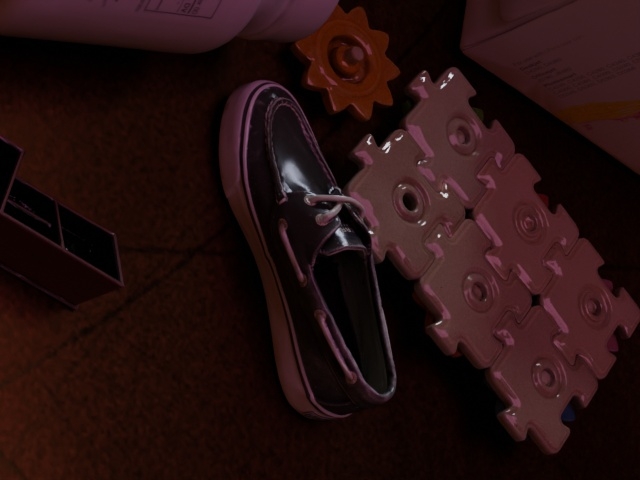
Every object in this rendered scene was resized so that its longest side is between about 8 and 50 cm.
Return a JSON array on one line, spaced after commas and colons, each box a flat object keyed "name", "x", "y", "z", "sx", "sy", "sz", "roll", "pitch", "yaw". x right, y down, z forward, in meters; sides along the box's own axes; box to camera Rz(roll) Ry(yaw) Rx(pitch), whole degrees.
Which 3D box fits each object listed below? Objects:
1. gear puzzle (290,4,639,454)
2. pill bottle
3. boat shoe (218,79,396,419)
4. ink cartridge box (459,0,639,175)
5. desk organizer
[{"name": "gear puzzle", "x": 0.083, "y": -0.017, "z": 1.184, "sx": 0.339, "sy": 0.044, "sz": 0.175, "roll": 51, "pitch": 50, "yaw": -14}, {"name": "pill bottle", "x": -0.099, "y": -0.176, "z": 1.000, "sx": 0.229, "sy": 0.131, "sz": 0.131, "roll": 1, "pitch": 75, "yaw": -43}, {"name": "boat shoe", "x": 0.000, "y": 0.000, "z": 1.075, "sx": 0.078, "sy": 0.070, "sz": 0.219, "roll": -11, "pitch": 84, "yaw": -44}, {"name": "ink cartridge box", "x": 0.273, "y": -0.190, "z": 1.303, "sx": 0.270, "sy": 0.197, "sz": 0.198, "roll": 29, "pitch": 58, "yaw": -33}, {"name": "desk organizer", "x": -0.165, "y": -0.016, "z": 0.941, "sx": 0.130, "sy": 0.050, "sz": 0.047, "roll": 33, "pitch": 56, "yaw": -31}]
